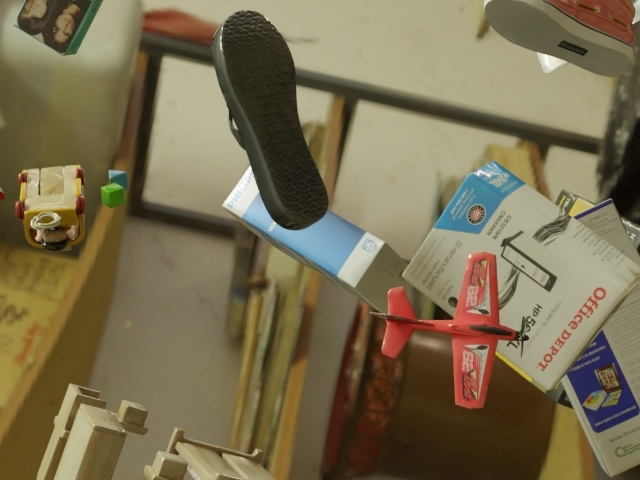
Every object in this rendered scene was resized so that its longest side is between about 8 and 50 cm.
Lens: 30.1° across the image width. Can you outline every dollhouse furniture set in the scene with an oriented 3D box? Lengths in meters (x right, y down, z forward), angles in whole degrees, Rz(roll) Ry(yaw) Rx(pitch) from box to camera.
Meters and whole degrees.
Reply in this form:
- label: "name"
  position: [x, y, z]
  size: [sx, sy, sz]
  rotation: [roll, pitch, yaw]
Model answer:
- label: "dollhouse furniture set"
  position: [-0.181, 0.354, 1.611]
  size: [0.303, 0.355, 0.174]
  rotation: [23, 93, 67]

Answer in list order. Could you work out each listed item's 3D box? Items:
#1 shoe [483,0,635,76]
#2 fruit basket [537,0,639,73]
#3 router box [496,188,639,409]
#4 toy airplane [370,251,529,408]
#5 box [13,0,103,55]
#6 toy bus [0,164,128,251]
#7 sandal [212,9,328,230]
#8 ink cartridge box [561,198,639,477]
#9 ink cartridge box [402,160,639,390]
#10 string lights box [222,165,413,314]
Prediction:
- label: "shoe"
  position: [0.252, -0.240, 1.242]
  size: [0.063, 0.178, 0.081]
  rotation: [138, 148, -58]
- label: "fruit basket"
  position: [0.467, -0.484, 1.937]
  size: [0.353, 0.165, 0.327]
  rotation: [-34, 52, 35]
- label: "router box"
  position: [0.421, 0.096, 1.960]
  size: [0.309, 0.081, 0.243]
  rotation: [-65, 27, 7]
- label: "toy airplane"
  position: [0.119, 0.083, 1.104]
  size: [0.028, 0.151, 0.151]
  rotation: [104, 177, -73]
- label: "box"
  position: [-0.388, -0.426, 1.899]
  size: [0.244, 0.100, 0.060]
  rotation: [-59, -1, 15]
- label: "toy bus"
  position: [-0.399, -0.036, 1.786]
  size: [0.202, 0.191, 0.104]
  rotation: [-34, -47, -45]
- label: "sandal"
  position: [-0.066, -0.129, 1.283]
  size: [0.054, 0.097, 0.254]
  rotation: [-29, 71, 48]
- label: "ink cartridge box"
  position: [0.419, 0.141, 1.736]
  size: [0.069, 0.176, 0.371]
  rotation: [-90, -25, -86]
- label: "ink cartridge box"
  position: [0.215, 0.036, 1.271]
  size: [0.148, 0.203, 0.086]
  rotation: [-59, -16, 25]
- label: "string lights box"
  position: [0.000, 0.000, 1.659]
  size: [0.077, 0.259, 0.133]
  rotation: [-56, -34, -5]
